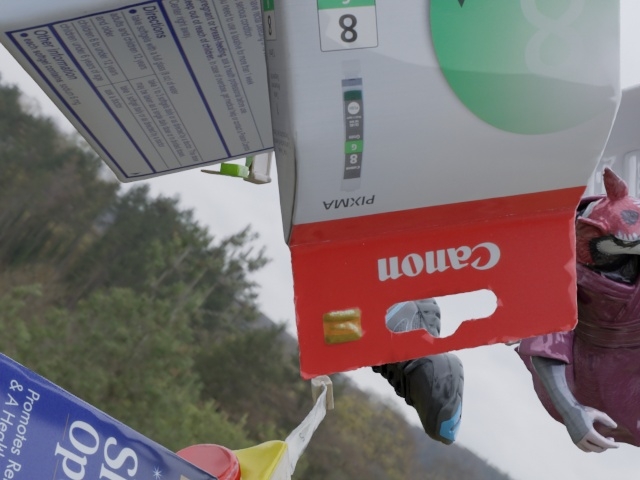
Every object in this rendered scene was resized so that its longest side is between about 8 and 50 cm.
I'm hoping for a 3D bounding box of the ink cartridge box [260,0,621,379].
[{"bbox_3d":[0.068,-0.039,0.490,0.056,0.181,0.225,-149,-127,-72],"label":"ink cartridge box"}]

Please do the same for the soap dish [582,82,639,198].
[{"bbox_3d":[0.336,-0.062,1.152,0.291,0.229,0.118,-15,-42,38],"label":"soap dish"}]

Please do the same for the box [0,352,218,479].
[{"bbox_3d":[-0.114,0.144,0.420,0.036,0.136,0.225,-25,-48,28],"label":"box"}]

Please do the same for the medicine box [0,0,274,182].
[{"bbox_3d":[-0.046,-0.175,0.626,0.263,0.289,0.149,77,0,-74],"label":"medicine box"}]

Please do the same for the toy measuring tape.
[{"bbox_3d":[-0.084,0.218,0.870,0.121,0.121,0.330,38,28,0],"label":"toy measuring tape"}]

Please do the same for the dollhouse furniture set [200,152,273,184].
[{"bbox_3d":[-0.104,-0.109,1.057,0.058,0.076,0.151,7,0,18],"label":"dollhouse furniture set"}]

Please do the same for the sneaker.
[{"bbox_3d":[0.136,0.200,1.444,0.139,0.125,0.341,3,24,-8],"label":"sneaker"}]

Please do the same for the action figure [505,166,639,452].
[{"bbox_3d":[0.289,0.045,0.860,0.370,0.248,0.276,59,3,-44],"label":"action figure"}]
